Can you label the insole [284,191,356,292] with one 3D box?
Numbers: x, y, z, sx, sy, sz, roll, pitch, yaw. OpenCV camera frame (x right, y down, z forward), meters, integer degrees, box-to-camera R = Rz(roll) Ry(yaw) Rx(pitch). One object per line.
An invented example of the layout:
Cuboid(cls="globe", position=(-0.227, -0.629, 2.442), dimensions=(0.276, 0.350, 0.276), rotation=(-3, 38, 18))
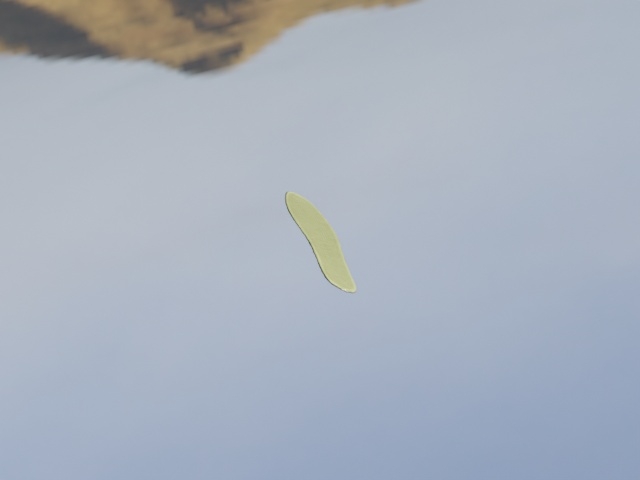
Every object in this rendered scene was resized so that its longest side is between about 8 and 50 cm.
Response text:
Cuboid(cls="insole", position=(0.000, 0.000, 1.629), dimensions=(0.053, 0.002, 0.153), rotation=(22, -154, -30))
